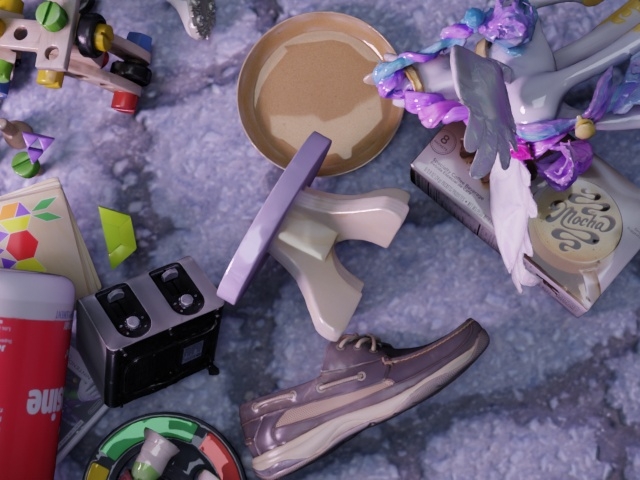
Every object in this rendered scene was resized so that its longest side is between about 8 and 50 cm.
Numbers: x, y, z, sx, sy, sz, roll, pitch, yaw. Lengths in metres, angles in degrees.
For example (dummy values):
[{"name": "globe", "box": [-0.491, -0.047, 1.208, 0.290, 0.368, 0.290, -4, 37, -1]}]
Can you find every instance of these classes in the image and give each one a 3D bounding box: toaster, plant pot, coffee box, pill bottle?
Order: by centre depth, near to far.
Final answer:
[{"name": "pill bottle", "box": [-0.436, 0.234, 1.495, 0.229, 0.229, 0.407, 6, 89, 7]}, {"name": "toaster", "box": [-0.221, 0.122, 1.584, 0.168, 0.185, 0.110, -22, 61, -24]}, {"name": "coffee box", "box": [0.281, -0.059, 1.601, 0.297, 0.119, 0.168, 41, 87, 10]}, {"name": "plant pot", "box": [0.002, -0.201, 1.694, 0.236, 0.032, 0.236, -1, 81, 6]}]

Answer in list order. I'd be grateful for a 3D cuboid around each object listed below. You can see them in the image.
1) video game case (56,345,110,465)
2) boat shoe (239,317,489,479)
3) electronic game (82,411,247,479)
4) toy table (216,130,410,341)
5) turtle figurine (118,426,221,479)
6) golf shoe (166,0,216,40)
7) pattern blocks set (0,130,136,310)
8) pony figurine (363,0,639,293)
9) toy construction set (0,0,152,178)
[{"name": "video game case", "box": [-0.396, 0.221, 1.654, 0.173, 0.022, 0.190, 39, 71, 10]}, {"name": "boat shoe", "box": [0.049, 0.183, 1.587, 0.355, 0.132, 0.130, -29, 81, 0]}, {"name": "electronic game", "box": [-0.210, 0.345, 1.631, 0.229, 0.048, 0.229, -1, 82, 6]}, {"name": "toy table", "box": [0.000, 0.000, 1.558, 0.161, 0.252, 0.274, 28, 65, 1]}, {"name": "turtle figurine", "box": [-0.248, 0.390, 1.562, 0.198, 0.274, 0.266, 29, 73, 29]}, {"name": "golf shoe", "box": [-0.205, -0.358, 1.731, 0.086, 0.069, 0.176, -20, 77, 23]}, {"name": "pattern blocks set", "box": [-0.391, 0.016, 1.628, 0.286, 0.026, 0.324, -6, 101, -10]}, {"name": "pony figurine", "box": [0.251, -0.163, 1.450, 0.364, 0.302, 0.351, -17, 47, 4]}, {"name": "toy construction set", "box": [-0.393, -0.236, 1.634, 0.257, 0.237, 0.308, 33, 87, 9]}]
